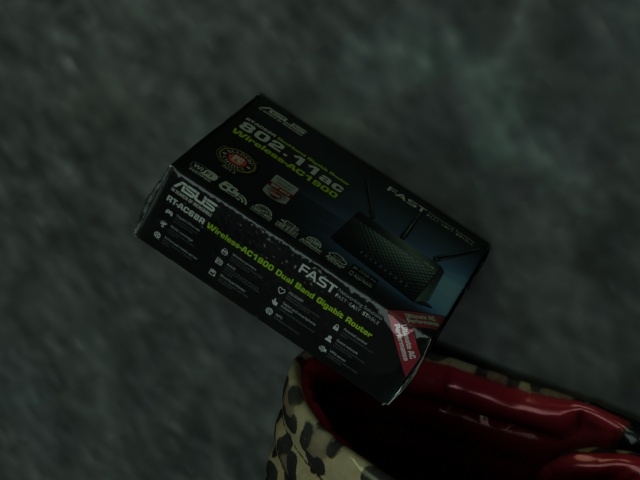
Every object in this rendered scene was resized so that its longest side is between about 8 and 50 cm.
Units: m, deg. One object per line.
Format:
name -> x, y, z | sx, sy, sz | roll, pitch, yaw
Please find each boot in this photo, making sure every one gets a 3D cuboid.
boot -> 0.103, 0.227, 0.633 | 0.377, 0.138, 0.284 | 25, 119, 16

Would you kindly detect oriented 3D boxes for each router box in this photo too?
router box -> 0.000, 0.000, 0.593 | 0.122, 0.092, 0.038 | 34, 120, 4
